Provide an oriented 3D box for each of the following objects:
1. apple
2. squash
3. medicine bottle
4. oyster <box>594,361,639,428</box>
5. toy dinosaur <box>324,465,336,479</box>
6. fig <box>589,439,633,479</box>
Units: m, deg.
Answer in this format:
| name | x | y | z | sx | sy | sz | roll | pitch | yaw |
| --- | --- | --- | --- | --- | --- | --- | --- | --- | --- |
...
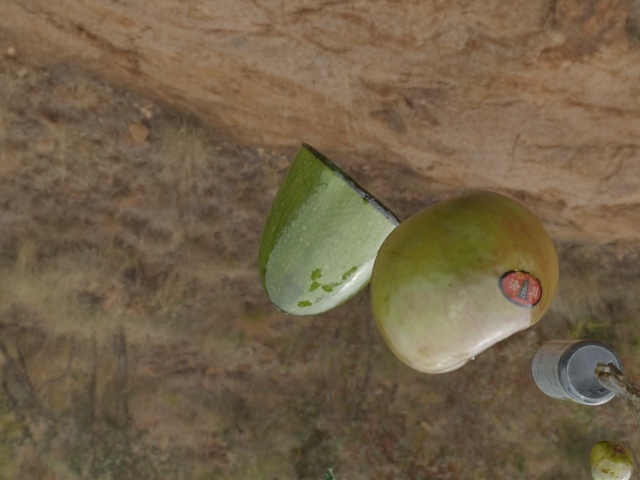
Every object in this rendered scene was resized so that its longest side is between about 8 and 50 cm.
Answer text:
| name | x | y | z | sx | sy | sz | roll | pitch | yaw |
| --- | --- | --- | --- | --- | --- | --- | --- | --- | --- |
| apple | 0.179 | 0.052 | 1.035 | 0.261 | 0.194 | 0.261 | -28 | 168 | -6 |
| squash | -0.019 | 0.004 | 1.663 | 0.309 | 0.310 | 0.310 | -48 | 144 | 2 |
| medicine bottle | 0.573 | 0.297 | 1.839 | 0.141 | 0.141 | 0.293 | 0 | 174 | -3 |
| oyster | 0.511 | 0.257 | 1.258 | 0.129 | 0.078 | 0.345 | 38 | -175 | 1 |
| toy dinosaur | 0.019 | 0.517 | 1.669 | 0.029 | 0.060 | 0.119 | -9 | 140 | -20 |
| fig | 0.595 | 0.479 | 1.668 | 0.093 | 0.093 | 0.166 | 0 | 141 | -2 |
